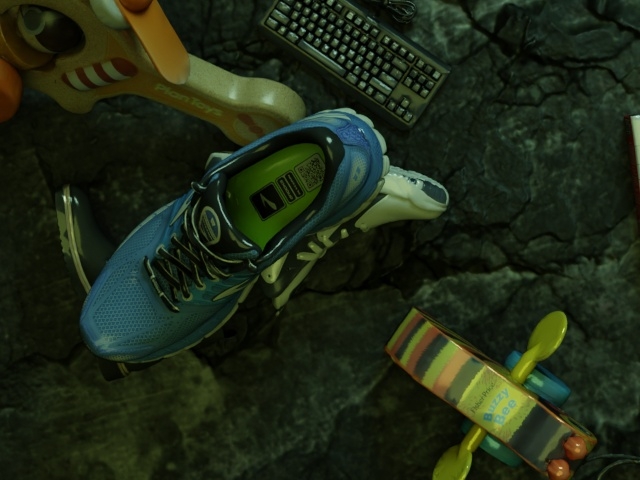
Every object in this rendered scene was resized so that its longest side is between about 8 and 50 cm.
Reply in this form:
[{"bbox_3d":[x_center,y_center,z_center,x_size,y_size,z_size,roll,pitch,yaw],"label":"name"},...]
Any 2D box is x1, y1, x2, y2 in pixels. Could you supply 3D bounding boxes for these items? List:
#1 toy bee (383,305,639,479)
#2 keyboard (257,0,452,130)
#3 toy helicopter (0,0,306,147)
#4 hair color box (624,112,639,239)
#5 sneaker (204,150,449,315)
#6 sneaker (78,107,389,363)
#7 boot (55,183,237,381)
[{"bbox_3d":[0.200,0.161,1.516,0.298,0.162,0.195,13,94,1],"label":"toy bee"},{"bbox_3d":[0.040,-0.197,1.556,0.180,0.023,0.108,34,96,-2],"label":"keyboard"},{"bbox_3d":[-0.169,-0.177,1.484,0.355,0.235,0.140,22,56,-17],"label":"toy helicopter"},{"bbox_3d":[0.337,-0.055,1.546,0.072,0.043,0.141,-7,96,3],"label":"hair color box"},{"bbox_3d":[0.000,0.000,1.542,0.235,0.094,0.153,6,97,2],"label":"sneaker"},{"bbox_3d":[-0.096,-0.008,1.439,0.330,0.147,0.130,-39,79,13],"label":"sneaker"},{"bbox_3d":[-0.172,0.025,1.568,0.137,0.077,0.198,-16,108,-1],"label":"boot"}]
